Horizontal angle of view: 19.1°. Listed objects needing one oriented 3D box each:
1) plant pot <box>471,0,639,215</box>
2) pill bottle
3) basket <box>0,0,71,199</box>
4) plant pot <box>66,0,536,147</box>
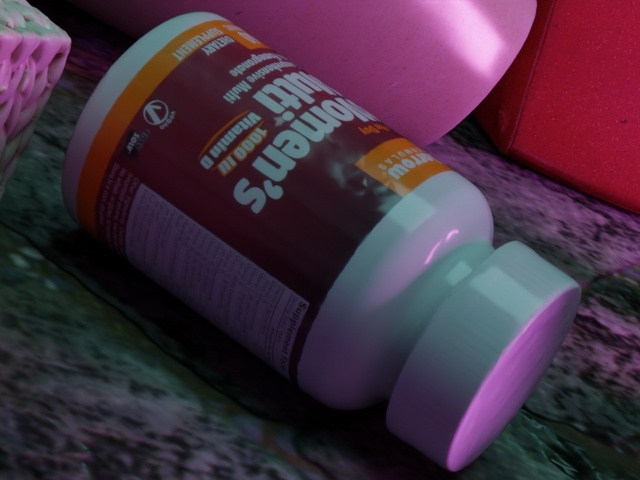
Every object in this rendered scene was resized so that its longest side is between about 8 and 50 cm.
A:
[{"bbox_3d":[0.226,-0.168,1.338,0.236,0.267,0.267,4,29,-19],"label":"plant pot"},{"bbox_3d":[0.000,0.000,0.860,0.221,0.121,0.121,35,23,19],"label":"pill bottle"},{"bbox_3d":[-0.207,-0.084,0.828,0.167,0.113,0.103,37,20,24],"label":"basket"},{"bbox_3d":[-0.009,-0.187,1.147,0.274,0.256,0.256,37,19,-17],"label":"plant pot"}]
